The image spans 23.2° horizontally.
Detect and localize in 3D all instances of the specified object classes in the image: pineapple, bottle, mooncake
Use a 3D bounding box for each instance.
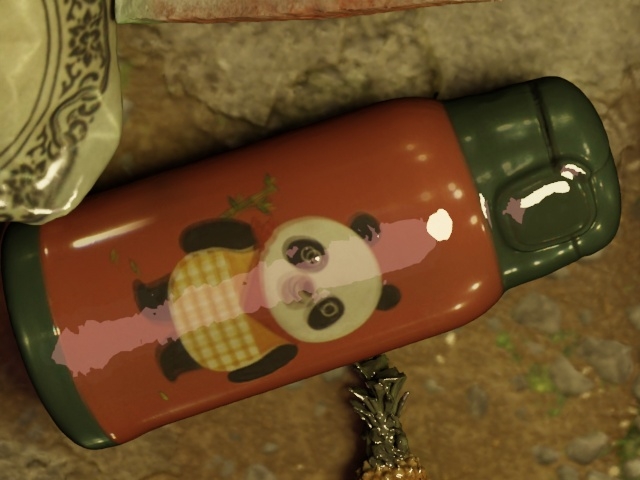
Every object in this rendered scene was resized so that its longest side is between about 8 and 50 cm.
[{"bbox_3d":[0.045,0.128,0.980,0.058,0.058,0.124,-4,106,0],"label":"pineapple"},{"bbox_3d":[0.000,0.000,0.880,0.336,0.144,0.144,-19,111,4],"label":"bottle"},{"bbox_3d":[-0.229,-0.135,0.819,0.254,0.136,0.250,4,116,-3],"label":"mooncake"}]

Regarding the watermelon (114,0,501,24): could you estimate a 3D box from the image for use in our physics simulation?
[{"bbox_3d":[0.051,-0.166,0.766,0.283,0.293,0.250,15,143,-16],"label":"watermelon"}]
